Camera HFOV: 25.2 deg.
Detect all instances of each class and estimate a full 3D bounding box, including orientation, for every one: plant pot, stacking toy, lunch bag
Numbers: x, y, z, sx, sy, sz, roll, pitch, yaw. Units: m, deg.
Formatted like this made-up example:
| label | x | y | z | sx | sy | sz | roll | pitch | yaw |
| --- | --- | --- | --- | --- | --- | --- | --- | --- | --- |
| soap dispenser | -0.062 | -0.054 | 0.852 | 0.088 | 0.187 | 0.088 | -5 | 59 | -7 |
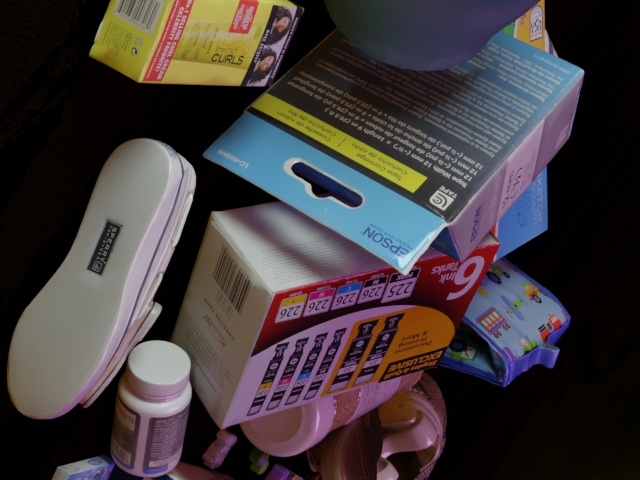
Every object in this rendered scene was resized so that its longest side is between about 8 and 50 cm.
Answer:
| label | x | y | z | sx | sy | sz | roll | pitch | yaw |
| --- | --- | --- | --- | --- | --- | --- | --- | --- | --- |
| plant pot | 0.116 | -0.299 | 1.326 | 0.272 | 0.271 | 0.255 | -48 | 170 | -30 |
| stacking toy | -0.050 | 0.324 | 1.870 | 0.052 | 0.167 | 0.221 | -57 | 160 | -6 |
| lunch bag | 0.200 | 0.084 | 1.953 | 0.221 | 0.293 | 0.138 | -25 | 140 | -56 |

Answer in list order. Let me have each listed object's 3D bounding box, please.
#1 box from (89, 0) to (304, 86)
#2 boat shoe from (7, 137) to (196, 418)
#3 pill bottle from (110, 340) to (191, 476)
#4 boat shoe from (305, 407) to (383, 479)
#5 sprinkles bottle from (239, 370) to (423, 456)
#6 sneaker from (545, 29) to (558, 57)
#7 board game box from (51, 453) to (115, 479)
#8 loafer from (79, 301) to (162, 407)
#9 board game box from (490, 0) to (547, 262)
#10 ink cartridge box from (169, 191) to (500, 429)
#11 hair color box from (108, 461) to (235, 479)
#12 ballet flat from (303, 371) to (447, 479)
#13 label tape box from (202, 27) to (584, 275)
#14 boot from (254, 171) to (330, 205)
| label | x | y | z | sx | sy | sz | roll | pitch | yaw |
| --- | --- | --- | --- | --- | --- | --- | --- | --- | --- |
| box | -0.101 | -0.182 | 1.233 | 0.232 | 0.058 | 0.087 | -8 | 126 | -64 |
| boat shoe | -0.190 | 0.038 | 1.282 | 0.088 | 0.096 | 0.268 | 26 | 85 | -65 |
| pill bottle | -0.177 | 0.176 | 1.504 | 0.078 | 0.078 | 0.137 | -38 | 150 | -46 |
| boat shoe | 0.024 | 0.295 | 2.013 | 0.302 | 0.098 | 0.109 | -53 | 133 | -77 |
| sprinkles bottle | 0.023 | 0.188 | 1.924 | 0.355 | 0.121 | 0.121 | -17 | 133 | -62 |
| sneaker | 0.221 | -0.184 | 1.960 | 0.296 | 0.111 | 0.131 | -48 | 135 | -28 |
| board game box | -0.264 | 0.275 | 1.515 | 0.090 | 0.020 | 0.090 | -1 | 119 | -65 |
| loafer | -0.208 | 0.105 | 1.409 | 0.125 | 0.039 | 0.045 | -54 | -168 | -9 |
| board game box | 0.203 | -0.133 | 1.806 | 0.242 | 0.064 | 0.317 | -27 | 119 | -49 |
| ink cartridge box | 0.004 | 0.085 | 1.569 | 0.309 | 0.130 | 0.272 | -12 | 139 | -35 |
| hair color box | -0.130 | 0.348 | 1.707 | 0.105 | 0.173 | 0.347 | -59 | 159 | -4 |
| ballet flat | 0.080 | 0.357 | 2.193 | 0.483 | 0.164 | 0.182 | -43 | -178 | -34 |
| label tape box | 0.079 | -0.101 | 1.488 | 0.348 | 0.249 | 0.115 | -47 | 155 | -33 |
| boot | 0.000 | 0.000 | 1.684 | 0.236 | 0.089 | 0.270 | -32 | 146 | -29 |
